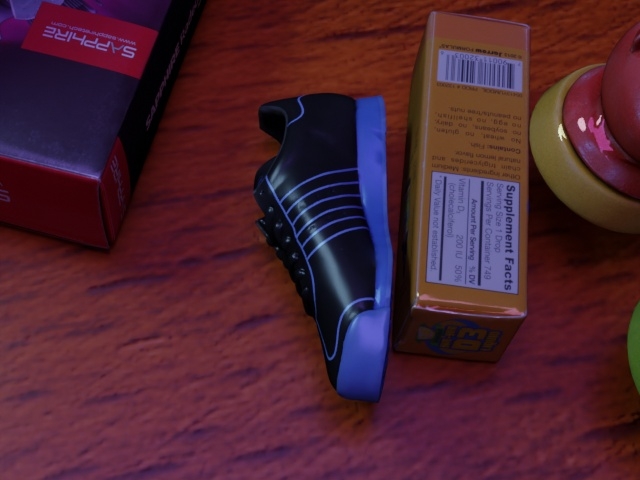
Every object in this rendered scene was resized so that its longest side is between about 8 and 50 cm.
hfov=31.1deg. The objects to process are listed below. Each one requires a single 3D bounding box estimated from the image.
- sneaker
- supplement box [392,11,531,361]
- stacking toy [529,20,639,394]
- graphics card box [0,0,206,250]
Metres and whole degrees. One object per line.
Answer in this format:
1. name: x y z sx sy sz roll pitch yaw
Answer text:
1. sneaker: 0.000 0.000 0.753 0.091 0.081 0.232 0 55 0
2. supplement box: 0.097 -0.039 0.778 0.080 0.078 0.233 10 62 -2
3. stacking toy: 0.312 -0.015 0.711 0.309 0.130 0.279 0 64 -18
4. graphics card box: -0.203 -0.193 0.835 0.233 0.094 0.370 14 61 5
